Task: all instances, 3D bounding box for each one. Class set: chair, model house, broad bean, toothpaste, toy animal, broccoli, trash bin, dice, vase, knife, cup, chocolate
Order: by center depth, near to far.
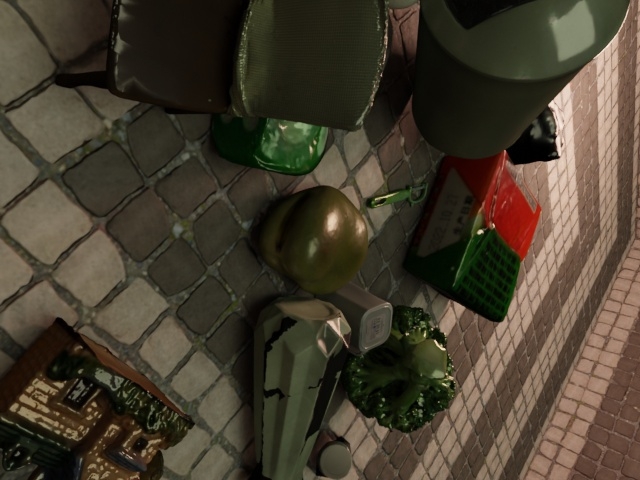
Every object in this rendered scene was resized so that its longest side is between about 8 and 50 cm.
[{"bbox_3d":[-0.115,-0.203,0.505,0.186,0.319,0.160,6,97,-48],"label":"chair"},{"bbox_3d":[-0.284,0.213,0.576,0.172,0.166,0.183,-51,122,-20],"label":"model house"},{"bbox_3d":[-0.071,-0.166,0.718,0.128,0.120,0.131,-1,105,-49],"label":"dice"},{"bbox_3d":[0.290,-0.321,0.830,0.432,0.280,0.280,62,50,-78],"label":"trash bin"},{"bbox_3d":[-0.051,0.283,0.861,0.165,0.165,0.360,-3,107,-47],"label":"vase"},{"bbox_3d":[0.000,0.000,0.868,0.263,0.121,0.189,19,82,-64],"label":"broad bean"},{"bbox_3d":[0.059,0.155,0.957,0.095,0.129,0.128,-12,114,-38],"label":"cup"},{"bbox_3d":[0.024,0.429,0.988,0.096,0.061,0.266,-56,169,-18],"label":"toothpaste"},{"bbox_3d":[0.163,0.252,1.017,0.270,0.270,0.270,-53,178,-22],"label":"broccoli"},{"bbox_3d":[0.169,-0.088,1.086,0.212,0.015,0.054,-16,121,-45],"label":"knife"},{"bbox_3d":[0.465,-0.317,1.205,0.212,0.212,0.267,-24,103,-41],"label":"toy animal"},{"bbox_3d":[0.386,-0.004,1.240,0.360,0.161,0.341,30,79,-49],"label":"chocolate"}]

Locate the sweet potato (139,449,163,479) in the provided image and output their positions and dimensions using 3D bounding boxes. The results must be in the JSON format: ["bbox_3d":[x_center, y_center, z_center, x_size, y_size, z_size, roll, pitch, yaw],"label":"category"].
[{"bbox_3d":[-0.324,0.385,0.630,0.310,0.098,0.124,-6,99,-50],"label":"sweet potato"}]

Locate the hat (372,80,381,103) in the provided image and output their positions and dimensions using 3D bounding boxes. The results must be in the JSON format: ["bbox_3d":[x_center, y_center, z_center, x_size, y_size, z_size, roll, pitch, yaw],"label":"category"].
[{"bbox_3d":[0.022,-0.260,0.840,0.146,0.067,0.146,8,66,-19],"label":"hat"}]

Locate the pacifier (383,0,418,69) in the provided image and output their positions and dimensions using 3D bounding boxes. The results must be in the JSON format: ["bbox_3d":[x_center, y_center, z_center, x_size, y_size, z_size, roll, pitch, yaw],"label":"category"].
[{"bbox_3d":[0.043,-0.348,0.689,0.244,0.233,0.300,-35,119,-36],"label":"pacifier"}]
